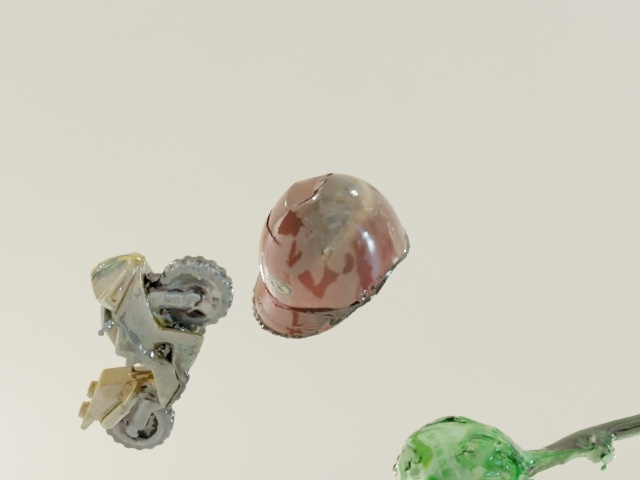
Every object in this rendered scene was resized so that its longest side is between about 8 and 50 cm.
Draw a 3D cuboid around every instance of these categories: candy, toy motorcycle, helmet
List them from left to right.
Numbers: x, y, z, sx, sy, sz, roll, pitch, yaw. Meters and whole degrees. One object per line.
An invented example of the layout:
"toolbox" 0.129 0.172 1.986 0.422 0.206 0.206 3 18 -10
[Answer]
"toy motorcycle" -0.171 0.096 1.445 0.130 0.094 0.229 20 -60 -11
"helmet" -0.001 0.000 0.701 0.084 0.065 0.049 -46 -40 -24
"candy" 0.212 0.145 1.129 0.323 0.097 0.097 -16 -50 2
